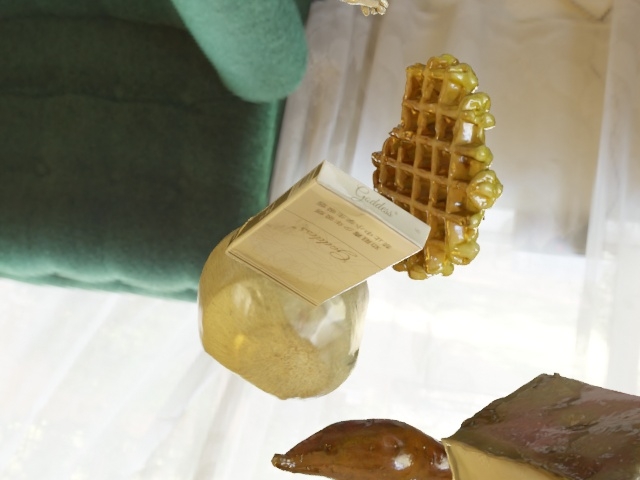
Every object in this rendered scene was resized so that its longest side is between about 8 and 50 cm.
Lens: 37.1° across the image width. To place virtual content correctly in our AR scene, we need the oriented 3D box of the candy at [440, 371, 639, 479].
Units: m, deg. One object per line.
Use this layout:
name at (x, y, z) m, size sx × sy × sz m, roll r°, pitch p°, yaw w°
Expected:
candy at (0.201, 0.211, 0.713) m, size 0.137 × 0.184 × 0.195 m, roll -21°, pitch -165°, yaw -31°

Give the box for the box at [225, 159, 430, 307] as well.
box at (0.000, 0.000, 0.841) m, size 0.109 × 0.029 × 0.198 m, roll 32°, pitch 151°, yaw -15°

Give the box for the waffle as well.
waffle at (0.125, -0.080, 1.119) m, size 0.056 × 0.249 × 0.253 m, roll -2°, pitch 162°, yaw -25°

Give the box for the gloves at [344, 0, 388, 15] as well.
gloves at (0.050, -0.318, 1.248) m, size 0.081 × 0.037 × 0.044 m, roll 22°, pitch -156°, yaw -17°

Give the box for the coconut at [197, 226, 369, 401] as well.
coconut at (-0.042, 0.077, 1.129) m, size 0.224 × 0.224 × 0.224 m, roll 9°, pitch 165°, yaw 3°

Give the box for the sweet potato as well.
sweet potato at (0.095, 0.324, 1.436) m, size 0.359 × 0.112 × 0.112 m, roll 5°, pitch 168°, yaw -22°
